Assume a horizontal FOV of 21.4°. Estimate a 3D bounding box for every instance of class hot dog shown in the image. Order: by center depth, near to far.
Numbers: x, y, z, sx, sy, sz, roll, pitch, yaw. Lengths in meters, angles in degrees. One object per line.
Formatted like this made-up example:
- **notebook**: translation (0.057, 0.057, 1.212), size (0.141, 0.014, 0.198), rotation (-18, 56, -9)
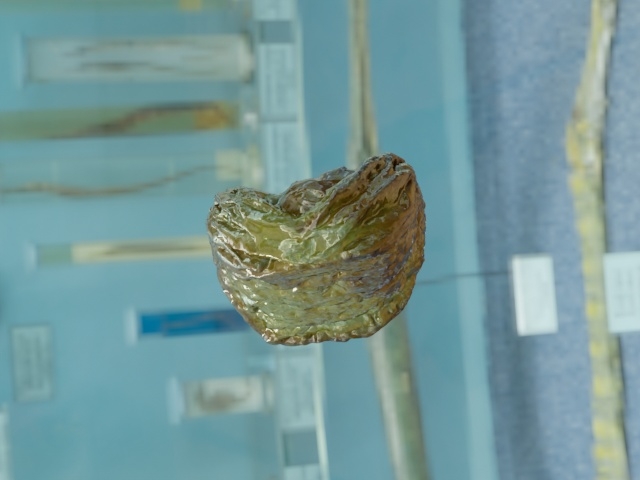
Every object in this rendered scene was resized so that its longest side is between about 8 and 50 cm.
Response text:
- **hot dog**: translation (0.000, -0.002, 1.320), size (0.259, 0.175, 0.114), rotation (85, 178, -71)
